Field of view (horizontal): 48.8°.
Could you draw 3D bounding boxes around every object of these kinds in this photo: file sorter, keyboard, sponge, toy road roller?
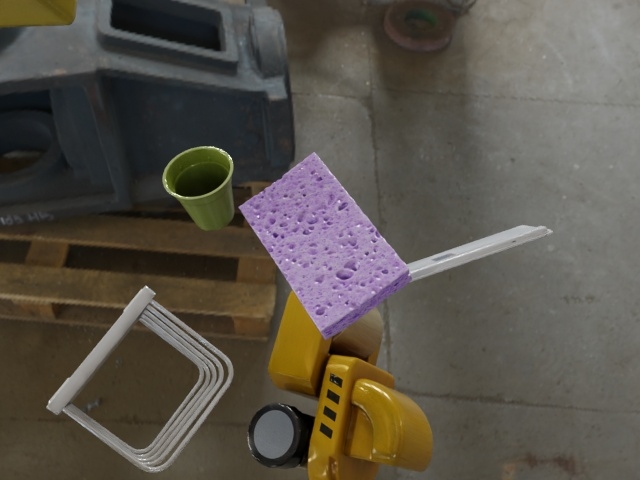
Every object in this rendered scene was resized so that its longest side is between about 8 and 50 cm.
[{"bbox_3d":[-0.261,0.212,1.036,0.173,0.277,0.193,40,70,-7],"label":"file sorter"},{"bbox_3d":[0.155,0.023,0.861,0.255,0.072,0.014,-18,94,-12],"label":"keyboard"},{"bbox_3d":[0.000,0.000,0.807,0.117,0.031,0.210,-35,56,-2],"label":"sponge"},{"bbox_3d":[0.058,0.237,1.109,0.240,0.202,0.330,3,71,31],"label":"toy road roller"}]

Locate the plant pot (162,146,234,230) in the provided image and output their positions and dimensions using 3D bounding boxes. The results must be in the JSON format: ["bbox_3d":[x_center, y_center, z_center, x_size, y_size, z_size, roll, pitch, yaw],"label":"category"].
[{"bbox_3d":[-0.136,-0.055,0.841,0.083,0.079,0.083,-5,52,6],"label":"plant pot"}]

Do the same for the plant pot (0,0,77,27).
[{"bbox_3d":[-0.497,-0.453,1.036,0.212,0.187,0.212,2,84,13],"label":"plant pot"}]
